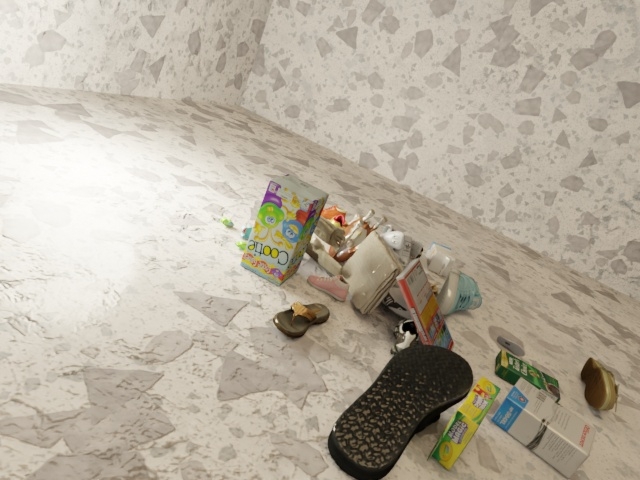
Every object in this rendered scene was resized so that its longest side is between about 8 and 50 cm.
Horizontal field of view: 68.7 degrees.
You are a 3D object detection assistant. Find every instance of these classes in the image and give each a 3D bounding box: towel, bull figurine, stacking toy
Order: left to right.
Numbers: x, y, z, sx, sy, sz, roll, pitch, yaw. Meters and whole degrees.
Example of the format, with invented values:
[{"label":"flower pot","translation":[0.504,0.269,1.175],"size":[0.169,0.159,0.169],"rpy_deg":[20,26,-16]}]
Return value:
[{"label":"stacking toy","translation":[-0.208,-0.026,1.567],"size":[0.221,0.052,0.167],"rpy_deg":[5,27,-38]},{"label":"bull figurine","translation":[0.134,-0.025,1.722],"size":[0.101,0.188,0.310],"rpy_deg":[45,38,-6]},{"label":"towel","translation":[0.156,0.096,1.451],"size":[0.049,0.187,0.282],"rpy_deg":[32,17,-23]}]

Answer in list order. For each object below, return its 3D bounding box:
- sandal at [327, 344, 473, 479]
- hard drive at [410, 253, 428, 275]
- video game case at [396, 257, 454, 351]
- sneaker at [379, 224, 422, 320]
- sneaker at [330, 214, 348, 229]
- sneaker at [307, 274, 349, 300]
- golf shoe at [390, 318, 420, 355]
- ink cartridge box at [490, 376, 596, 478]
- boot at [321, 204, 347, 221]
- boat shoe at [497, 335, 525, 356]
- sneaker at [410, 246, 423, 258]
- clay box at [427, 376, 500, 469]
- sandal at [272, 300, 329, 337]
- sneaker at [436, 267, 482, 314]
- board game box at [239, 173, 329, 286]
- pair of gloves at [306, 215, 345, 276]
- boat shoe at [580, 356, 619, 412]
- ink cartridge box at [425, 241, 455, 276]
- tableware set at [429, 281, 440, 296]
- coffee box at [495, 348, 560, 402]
[{"label":"sandal","translation":[0.172,0.353,1.004],"size":[0.167,0.107,0.445],"rpy_deg":[37,37,30]},{"label":"hard drive","translation":[0.288,0.048,1.922],"size":[0.307,0.040,0.203],"rpy_deg":[24,21,0]},{"label":"video game case","translation":[0.301,0.206,1.319],"size":[0.204,0.025,0.285],"rpy_deg":[-26,94,-64]},{"label":"sneaker","translation":[0.263,0.099,1.506],"size":[0.137,0.210,0.366],"rpy_deg":[22,15,-41]},{"label":"sneaker","translation":[0.079,-0.061,1.894],"size":[0.081,0.094,0.208],"rpy_deg":[25,19,9]},{"label":"sneaker","translation":[0.029,0.124,1.425],"size":[0.134,0.070,0.051],"rpy_deg":[28,23,15]},{"label":"golf shoe","translation":[0.250,0.256,1.304],"size":[0.077,0.094,0.198],"rpy_deg":[24,19,5]},{"label":"ink cartridge box","translation":[0.546,0.451,1.146],"size":[0.203,0.086,0.148],"rpy_deg":[36,24,28]},{"label":"boot","translation":[0.036,-0.123,2.017],"size":[0.157,0.085,0.059],"rpy_deg":[19,23,-7]},{"label":"boat shoe","translation":[0.642,0.351,1.568],"size":[0.035,0.035,0.100],"rpy_deg":[-4,27,-46]},{"label":"sneaker","translation":[0.342,0.040,1.881],"size":[0.071,0.068,0.169],"rpy_deg":[21,6,41]},{"label":"clay box","translation":[0.306,0.387,0.992],"size":[0.053,0.128,0.222],"rpy_deg":[33,23,25]},{"label":"sandal","translation":[-0.041,0.189,1.204],"size":[0.090,0.060,0.219],"rpy_deg":[35,23,28]},{"label":"sneaker","translation":[0.508,0.192,1.673],"size":[0.150,0.135,0.366],"rpy_deg":[26,21,16]},{"label":"board game box","translation":[-0.106,-0.032,1.368],"size":[0.144,0.275,0.142],"rpy_deg":[27,22,11]},{"label":"pair of gloves","translation":[0.000,0.000,1.507],"size":[0.204,0.240,0.042],"rpy_deg":[35,59,29]},{"label":"boat shoe","translation":[0.896,0.456,1.477],"size":[0.089,0.105,0.285],"rpy_deg":[27,20,17]},{"label":"ink cartridge box","translation":[0.508,0.082,1.998],"size":[0.089,0.092,0.143],"rpy_deg":[22,20,-2]},{"label":"tableware set","translation":[0.357,0.148,1.753],"size":[0.194,0.039,0.128],"rpy_deg":[26,21,7]},{"label":"coffee box","translation":[0.612,0.406,1.390],"size":[0.184,0.040,0.113],"rpy_deg":[29,22,15]}]
